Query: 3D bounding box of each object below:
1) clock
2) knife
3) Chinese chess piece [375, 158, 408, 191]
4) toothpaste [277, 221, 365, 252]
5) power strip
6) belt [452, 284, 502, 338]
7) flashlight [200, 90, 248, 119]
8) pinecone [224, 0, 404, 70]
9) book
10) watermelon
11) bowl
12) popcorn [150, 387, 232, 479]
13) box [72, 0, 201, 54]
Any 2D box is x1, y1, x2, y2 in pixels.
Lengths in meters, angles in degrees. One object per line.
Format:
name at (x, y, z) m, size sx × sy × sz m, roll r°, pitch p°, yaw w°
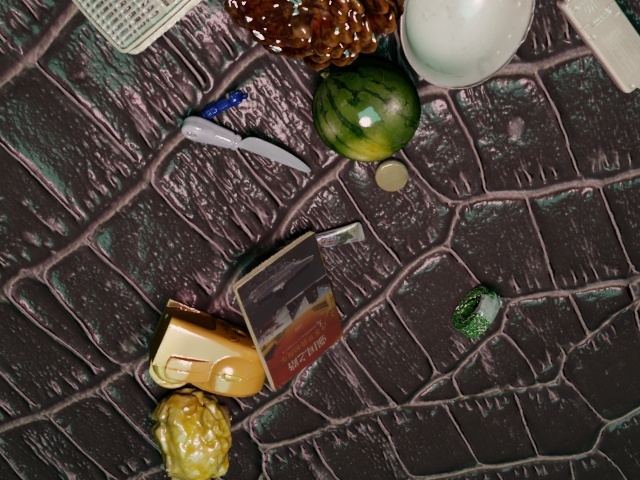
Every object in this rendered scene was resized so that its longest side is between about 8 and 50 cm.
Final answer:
clock at (-0.290, 0.304, 1.843) m, size 0.316 × 0.244 × 0.200 m, roll 17°, pitch 99°, yaw -16°
knife at (-0.169, -0.229, 1.651) m, size 0.331 × 0.044 × 0.080 m, roll 16°, pitch 154°, yaw -14°
Chinese chess piece at (0.178, -0.164, 1.722) m, size 0.084 × 0.034 × 0.084 m, roll 0°, pitch 120°, yaw 0°
toothpaste at (0.000, 0.000, 1.801) m, size 0.233 × 0.038 × 0.060 m, roll -14°, pitch 127°, yaw 3°
power strip at (0.652, -0.473, 1.561) m, size 0.098 × 0.058 × 0.338 m, roll -40°, pitch 114°, yaw 18°
belt at (0.436, 0.198, 1.883) m, size 0.079 × 0.121 × 0.151 m, roll 30°, pitch 109°, yaw -15°
flashlight at (-0.230, -0.321, 1.615) m, size 0.121 × 0.057 × 0.036 m, roll -24°, pitch 82°, yaw 18°
pinecone at (-0.015, -0.550, 1.334) m, size 0.397 × 0.398 × 0.398 m, roll -1°, pitch 119°, yaw -2°
book at (-0.073, 0.189, 1.801) m, size 0.262 × 0.028 × 0.374 m, roll -37°, pitch 130°, yaw -27°
watermelon at (0.101, -0.293, 1.531) m, size 0.242 × 0.242 × 0.242 m, roll -1°, pitch 119°, yaw -2°
bowl at (0.285, -0.494, 1.467) m, size 0.313 × 0.146 × 0.314 m, roll -9°, pitch 120°, yaw -16°
popcorn at (-0.377, 0.572, 1.993) m, size 0.252 × 0.215 × 0.287 m, roll -19°, pitch 84°, yaw 40°
box at (-0.363, -0.543, 1.410) m, size 0.290 × 0.166 × 0.220 m, roll -34°, pitch 115°, yaw 15°
